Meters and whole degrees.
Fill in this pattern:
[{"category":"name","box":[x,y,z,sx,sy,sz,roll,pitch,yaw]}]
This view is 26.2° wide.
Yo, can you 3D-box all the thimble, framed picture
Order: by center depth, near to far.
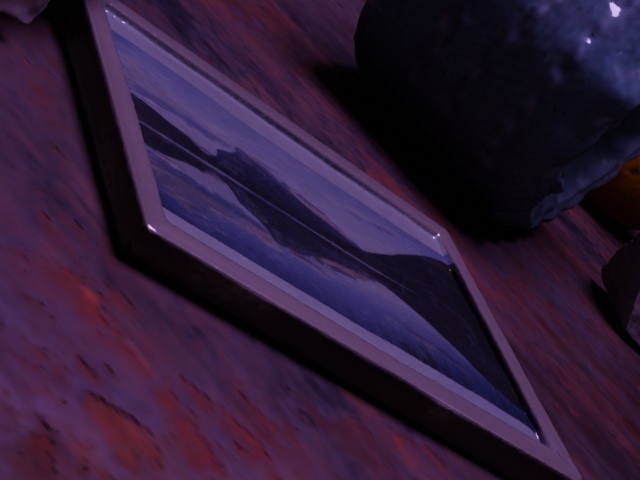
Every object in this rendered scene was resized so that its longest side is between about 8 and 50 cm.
[{"category":"framed picture","box":[0.000,0.000,0.473,0.203,0.015,0.150,33,21,-35]},{"category":"thimble","box":[0.133,-0.113,0.740,0.143,0.198,0.235,50,23,9]}]

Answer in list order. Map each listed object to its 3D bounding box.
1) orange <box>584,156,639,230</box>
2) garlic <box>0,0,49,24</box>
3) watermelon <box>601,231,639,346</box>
[{"category":"orange","box":[0.244,-0.086,1.067,0.156,0.134,0.156,38,31,-27]},{"category":"garlic","box":[-0.120,-0.177,0.475,0.148,0.128,0.266,33,12,-47]},{"category":"watermelon","box":[0.256,0.064,0.845,0.241,0.094,0.154,32,14,-32]}]
